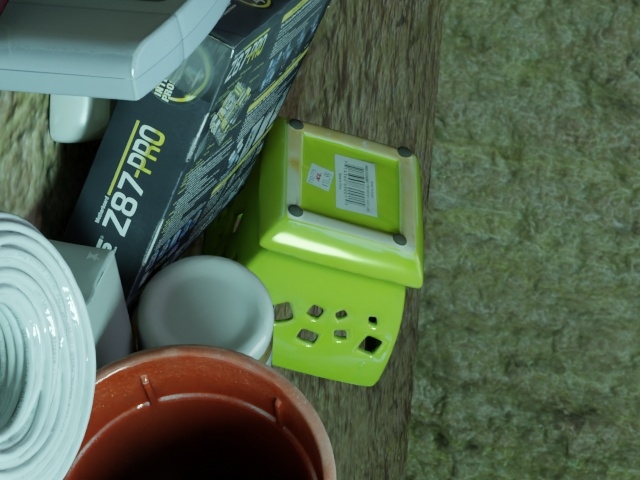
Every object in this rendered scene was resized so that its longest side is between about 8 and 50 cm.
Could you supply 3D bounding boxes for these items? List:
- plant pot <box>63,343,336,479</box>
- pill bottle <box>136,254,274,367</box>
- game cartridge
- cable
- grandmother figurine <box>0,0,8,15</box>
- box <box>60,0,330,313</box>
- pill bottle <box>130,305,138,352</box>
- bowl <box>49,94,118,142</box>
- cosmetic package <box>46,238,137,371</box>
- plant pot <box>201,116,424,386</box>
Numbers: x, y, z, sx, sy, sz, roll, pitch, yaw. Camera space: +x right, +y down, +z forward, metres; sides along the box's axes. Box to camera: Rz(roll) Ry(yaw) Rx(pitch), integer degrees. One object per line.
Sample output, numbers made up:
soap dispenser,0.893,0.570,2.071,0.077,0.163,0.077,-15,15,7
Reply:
plant pot,-0.110,0.271,1.738,0.265,0.272,0.272,79,23,-61
pill bottle,-0.113,0.125,1.909,0.229,0.131,0.131,95,10,-58
game cartridge,-0.172,-0.224,1.638,0.294,0.196,0.060,-67,161,-47
cable,-0.279,0.102,1.519,0.257,0.089,0.257,-50,133,-52
grandmother figurine,-0.254,-0.247,1.477,0.207,0.104,0.342,-59,175,26
box,-0.114,-0.130,1.928,0.318,0.097,0.395,-62,175,27
pill bottle,-0.153,0.131,2.086,0.117,0.118,0.208,-2,100,-76
bowl,-0.207,-0.163,1.836,0.142,0.053,0.142,-40,137,-72
cosmetic package,-0.236,0.121,1.785,0.238,0.107,0.127,81,24,-44
plant pot,0.000,0.000,2.201,0.207,0.227,0.228,120,-21,-44
